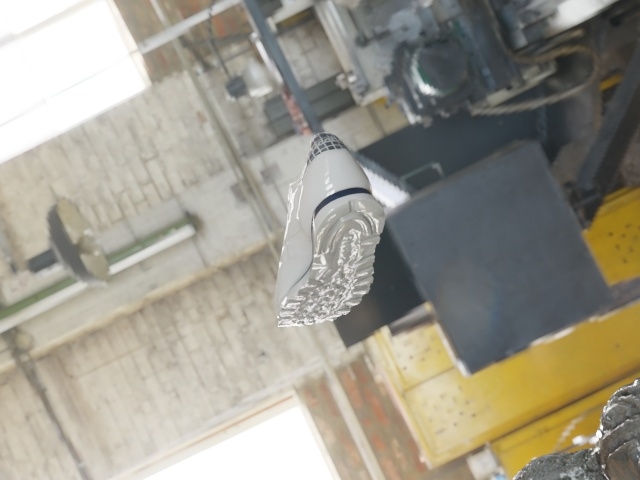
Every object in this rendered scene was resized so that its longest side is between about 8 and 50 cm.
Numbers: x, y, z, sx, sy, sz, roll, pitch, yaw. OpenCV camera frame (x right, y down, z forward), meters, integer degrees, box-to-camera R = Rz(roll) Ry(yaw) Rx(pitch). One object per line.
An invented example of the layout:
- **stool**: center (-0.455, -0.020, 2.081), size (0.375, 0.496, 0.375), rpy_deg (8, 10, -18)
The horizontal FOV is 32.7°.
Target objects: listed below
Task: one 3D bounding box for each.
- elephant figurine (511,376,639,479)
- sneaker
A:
- **elephant figurine**: center (0.232, 0.111, 0.603), size (0.169, 0.239, 0.186), rpy_deg (-68, -22, -72)
- **sneaker**: center (0.000, 0.000, 1.052), size (0.095, 0.090, 0.235), rpy_deg (65, 152, 29)
